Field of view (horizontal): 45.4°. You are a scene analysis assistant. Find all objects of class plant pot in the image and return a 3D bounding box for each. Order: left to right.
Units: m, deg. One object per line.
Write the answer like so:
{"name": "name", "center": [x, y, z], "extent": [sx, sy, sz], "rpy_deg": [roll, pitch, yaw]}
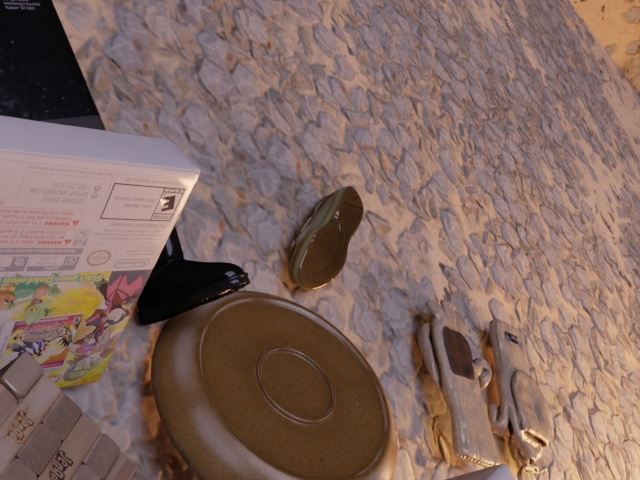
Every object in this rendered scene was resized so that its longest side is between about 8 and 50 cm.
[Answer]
{"name": "plant pot", "center": [-0.026, 0.128, 0.643], "extent": [0.236, 0.032, 0.236], "rpy_deg": [27, 33, -19]}

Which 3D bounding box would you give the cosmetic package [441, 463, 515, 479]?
{"name": "cosmetic package", "center": [0.074, 0.289, 0.591], "extent": [0.151, 0.183, 0.151], "rpy_deg": [-15, 78, -54]}

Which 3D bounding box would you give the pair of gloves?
{"name": "pair of gloves", "center": [0.204, 0.183, 0.942], "extent": [0.240, 0.042, 0.204], "rpy_deg": [21, 48, -44]}

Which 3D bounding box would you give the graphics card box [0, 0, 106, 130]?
{"name": "graphics card box", "center": [-0.307, -0.175, 0.491], "extent": [0.232, 0.094, 0.371], "rpy_deg": [-17, 78, -44]}

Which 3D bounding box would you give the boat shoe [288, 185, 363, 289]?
{"name": "boat shoe", "center": [-0.001, -0.002, 0.824], "extent": [0.056, 0.048, 0.153], "rpy_deg": [55, 41, -28]}

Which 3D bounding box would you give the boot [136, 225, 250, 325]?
{"name": "boot", "center": [-0.118, 0.008, 0.607], "extent": [0.045, 0.121, 0.099], "rpy_deg": [-10, 81, -55]}

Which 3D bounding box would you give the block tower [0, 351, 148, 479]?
{"name": "block tower", "center": [-0.111, 0.231, 0.466], "extent": [0.335, 0.097, 0.091], "rpy_deg": [50, 22, -14]}

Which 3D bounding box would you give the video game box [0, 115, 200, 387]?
{"name": "video game box", "center": [-0.194, 0.017, 0.455], "extent": [0.205, 0.187, 0.048], "rpy_deg": [2, 33, -50]}
